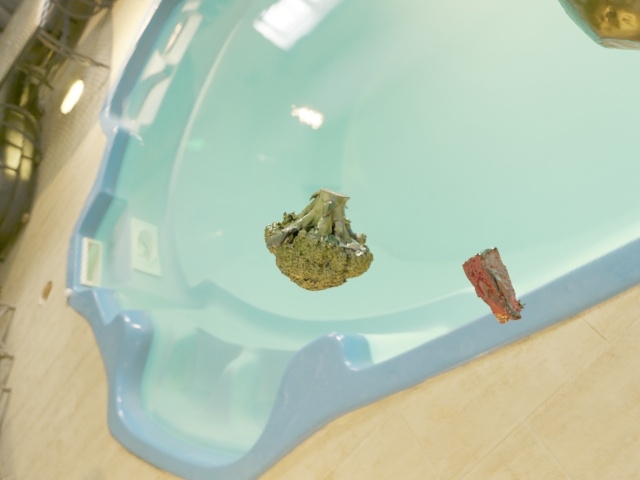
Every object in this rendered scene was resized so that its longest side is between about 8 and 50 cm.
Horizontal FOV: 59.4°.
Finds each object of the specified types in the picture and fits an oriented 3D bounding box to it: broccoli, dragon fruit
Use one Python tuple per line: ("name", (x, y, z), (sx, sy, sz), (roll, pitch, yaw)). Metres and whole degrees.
("broccoli", (0.000, 0.000, 0.661), (0.130, 0.131, 0.120), (-65, -7, -79))
("dragon fruit", (0.437, 0.104, 1.359), (0.092, 0.122, 0.192), (-18, 63, -10))

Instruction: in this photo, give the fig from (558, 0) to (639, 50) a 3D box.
("fig", (0.316, -0.267, 0.511), (0.195, 0.245, 0.195), (11, 106, 43))
